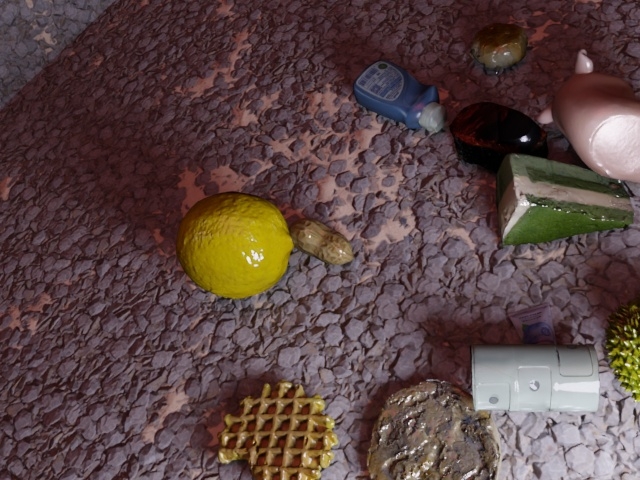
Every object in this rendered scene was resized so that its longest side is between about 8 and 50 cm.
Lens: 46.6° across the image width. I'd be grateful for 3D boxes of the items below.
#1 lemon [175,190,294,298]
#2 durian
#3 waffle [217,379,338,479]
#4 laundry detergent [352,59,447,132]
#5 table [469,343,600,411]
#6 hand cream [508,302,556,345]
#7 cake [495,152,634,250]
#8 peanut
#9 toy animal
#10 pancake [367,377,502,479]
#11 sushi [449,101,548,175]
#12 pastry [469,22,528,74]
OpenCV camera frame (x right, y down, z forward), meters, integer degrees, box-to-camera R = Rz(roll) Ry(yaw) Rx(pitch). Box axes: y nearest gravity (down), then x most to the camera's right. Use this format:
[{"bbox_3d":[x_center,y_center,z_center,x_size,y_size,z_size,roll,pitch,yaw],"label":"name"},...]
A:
[{"bbox_3d":[-0.209,0.009,1.747,0.310,0.253,0.253,3,57,25],"label":"lemon"},{"bbox_3d":[0.602,0.198,1.302,0.176,0.200,0.237,-36,32,28],"label":"durian"},{"bbox_3d":[-0.089,0.413,1.524,0.249,0.056,0.253,-31,51,-1],"label":"waffle"},{"bbox_3d":[0.222,-0.368,1.949,0.143,0.094,0.290,-39,53,-16],"label":"laundry detergent"},{"bbox_3d":[0.391,0.254,1.376,0.220,0.126,0.126,-2,55,10],"label":"table"},{"bbox_3d":[0.431,0.184,1.483,0.084,0.053,0.142,-17,41,11],"label":"hand cream"},{"bbox_3d":[0.513,-0.102,1.579,0.284,0.172,0.158,-8,55,15],"label":"cake"},{"bbox_3d":[0.000,0.000,1.767,0.194,0.093,0.083,23,53,36],"label":"peanut"},{"bbox_3d":[0.628,-0.267,1.631,0.213,0.195,0.256,19,30,-15],"label":"toy animal"},{"bbox_3d":[0.216,0.397,1.412,0.282,0.049,0.282,-12,51,15],"label":"pancake"},{"bbox_3d":[0.420,-0.235,1.747,0.225,0.126,0.136,23,68,40],"label":"sushi"},{"bbox_3d":[0.468,-0.513,1.952,0.153,0.081,0.153,-14,50,18],"label":"pastry"}]
